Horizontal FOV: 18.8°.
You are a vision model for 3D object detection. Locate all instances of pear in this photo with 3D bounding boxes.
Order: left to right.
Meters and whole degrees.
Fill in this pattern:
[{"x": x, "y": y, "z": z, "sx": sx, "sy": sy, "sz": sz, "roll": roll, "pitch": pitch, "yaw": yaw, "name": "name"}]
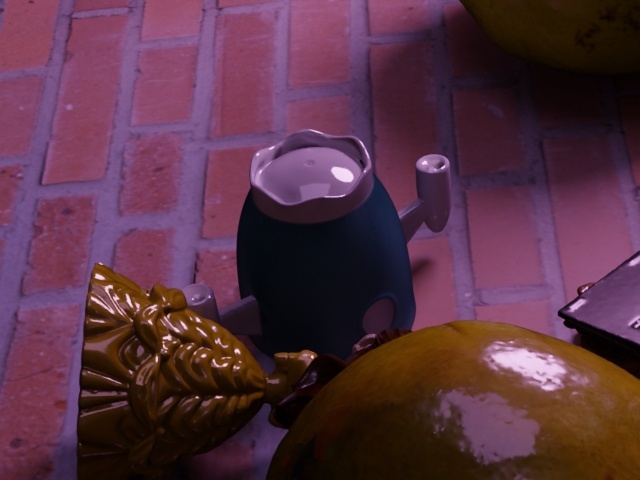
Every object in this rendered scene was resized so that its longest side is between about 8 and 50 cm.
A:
[{"x": 0.118, "y": 0.190, "z": 1.398, "sx": 0.321, "sy": 0.269, "sz": 0.269, "roll": -14, "pitch": 36, "yaw": 12, "name": "pear"}, {"x": 0.308, "y": -0.359, "z": 2.002, "sx": 0.391, "sy": 0.391, "sz": 0.391, "roll": -5, "pitch": 37, "yaw": 4, "name": "pear"}]

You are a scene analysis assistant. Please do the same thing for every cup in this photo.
[{"x": 0.000, "y": 0.000, "z": 1.730, "sx": 0.300, "sy": 0.173, "sz": 0.167, "roll": -29, "pitch": 43, "yaw": -26, "name": "cup"}]

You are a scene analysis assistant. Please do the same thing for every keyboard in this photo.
[{"x": 0.348, "y": 0.018, "z": 1.739, "sx": 0.106, "sy": 0.027, "sz": 0.317, "roll": 24, "pitch": 41, "yaw": 38, "name": "keyboard"}]

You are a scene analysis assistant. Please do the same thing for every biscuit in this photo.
[{"x": 0.273, "y": 0.079, "z": 1.704, "sx": 0.119, "sy": 0.019, "sz": 0.130, "roll": 12, "pitch": 41, "yaw": 24, "name": "biscuit"}]

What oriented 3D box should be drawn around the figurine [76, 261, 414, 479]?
[{"x": -0.037, "y": 0.126, "z": 1.605, "sx": 0.315, "sy": 0.168, "sz": 0.187, "roll": 4, "pitch": 65, "yaw": 0, "name": "figurine"}]
